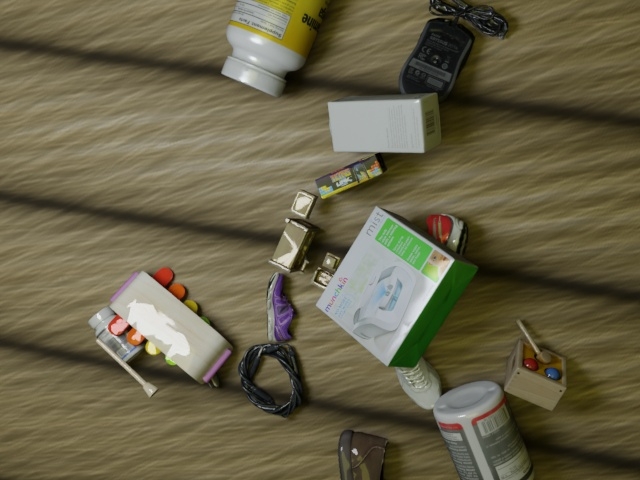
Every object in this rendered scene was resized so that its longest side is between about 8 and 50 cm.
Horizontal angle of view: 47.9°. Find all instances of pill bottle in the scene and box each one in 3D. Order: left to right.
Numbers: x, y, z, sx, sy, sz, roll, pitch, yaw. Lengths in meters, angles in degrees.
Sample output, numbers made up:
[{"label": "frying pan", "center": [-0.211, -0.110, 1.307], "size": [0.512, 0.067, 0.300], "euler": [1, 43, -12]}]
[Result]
[{"label": "pill bottle", "center": [-0.499, 0.232, 1.764], "size": [0.078, 0.078, 0.137], "euler": [-41, 86, 11]}, {"label": "pill bottle", "center": [-0.091, -0.494, 1.579], "size": [0.188, 0.188, 0.333], "euler": [24, 99, 7]}, {"label": "pill bottle", "center": [0.369, 0.468, 1.579], "size": [0.161, 0.161, 0.283], "euler": [-21, 97, 11]}]

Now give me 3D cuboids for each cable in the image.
[{"label": "cable", "center": [-0.118, 0.338, 1.720], "size": [0.151, 0.047, 0.184], "euler": [-13, 93, 11]}]

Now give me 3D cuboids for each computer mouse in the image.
[{"label": "computer mouse", "center": [0.271, -0.403, 1.586], "size": [0.189, 0.072, 0.272], "euler": [31, 87, 9]}]

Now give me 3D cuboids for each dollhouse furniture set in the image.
[{"label": "dollhouse furniture set", "center": [0.000, 0.000, 1.638], "size": [0.161, 0.101, 0.181], "euler": [26, 99, 15]}]

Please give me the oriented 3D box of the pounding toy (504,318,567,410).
[{"label": "pounding toy", "center": [0.467, 0.269, 1.574], "size": [0.130, 0.141, 0.100], "euler": [23, 122, 5]}]

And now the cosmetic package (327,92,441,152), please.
[{"label": "cosmetic package", "center": [0.136, -0.253, 1.556], "size": [0.231, 0.085, 0.117], "euler": [8, 114, 35]}]

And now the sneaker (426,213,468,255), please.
[{"label": "sneaker", "center": [0.244, 0.074, 1.623], "size": [0.118, 0.107, 0.278], "euler": [19, 94, 25]}]

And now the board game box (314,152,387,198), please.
[{"label": "board game box", "center": [0.070, -0.145, 1.585], "size": [0.141, 0.170, 0.048], "euler": [-21, 94, 10]}]

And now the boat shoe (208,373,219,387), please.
[{"label": "boat shoe", "center": [-0.294, 0.302, 1.747], "size": [0.043, 0.049, 0.137], "euler": [-34, 84, 3]}]

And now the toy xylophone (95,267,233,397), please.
[{"label": "toy xylophone", "center": [-0.379, 0.218, 1.697], "size": [0.236, 0.081, 0.322], "euler": [-41, 80, -12]}]

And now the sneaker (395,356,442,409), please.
[{"label": "sneaker", "center": [0.199, 0.286, 1.624], "size": [0.090, 0.115, 0.232], "euler": [-29, 89, 11]}]

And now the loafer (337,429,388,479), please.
[{"label": "loafer", "center": [0.126, 0.617, 1.654], "size": [0.130, 0.134, 0.365], "euler": [-8, 93, 11]}]

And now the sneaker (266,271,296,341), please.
[{"label": "sneaker", "center": [-0.093, 0.156, 1.703], "size": [0.071, 0.068, 0.169], "euler": [-2, 103, -5]}]

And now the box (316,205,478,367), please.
[{"label": "box", "center": [0.160, 0.099, 1.538], "size": [0.231, 0.127, 0.261], "euler": [39, 103, 34]}]
